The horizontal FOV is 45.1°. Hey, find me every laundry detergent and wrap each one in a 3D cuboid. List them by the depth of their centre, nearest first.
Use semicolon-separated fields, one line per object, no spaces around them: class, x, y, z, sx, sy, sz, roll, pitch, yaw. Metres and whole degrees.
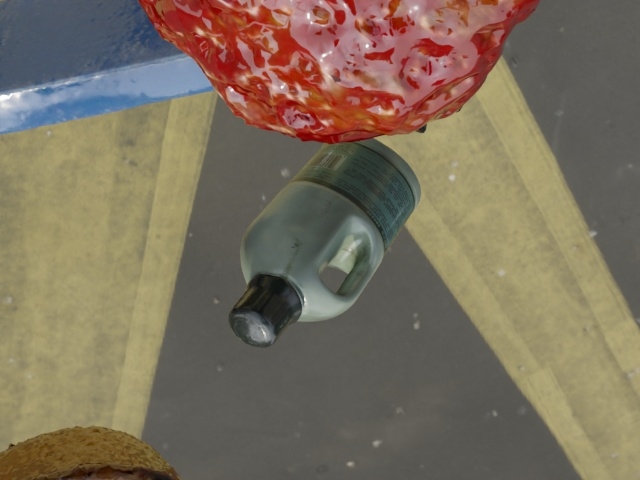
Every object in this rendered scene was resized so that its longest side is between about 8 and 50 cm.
laundry detergent;0.000;0.000;0.603;0.099;0.226;0.070;40;134;-3

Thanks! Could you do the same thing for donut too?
donut;-0.204;0.271;0.629;0.253;0.118;0.253;-12;116;-27

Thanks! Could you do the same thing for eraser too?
eraser;-0.131;-0.168;0.623;0.311;0.144;0.043;-11;139;2

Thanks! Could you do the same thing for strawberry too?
strawberry;-0.004;-0.190;0.382;0.277;0.257;0.257;22;122;-42
